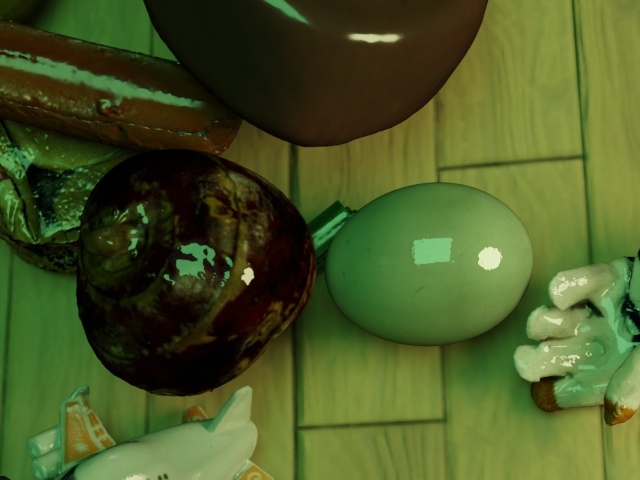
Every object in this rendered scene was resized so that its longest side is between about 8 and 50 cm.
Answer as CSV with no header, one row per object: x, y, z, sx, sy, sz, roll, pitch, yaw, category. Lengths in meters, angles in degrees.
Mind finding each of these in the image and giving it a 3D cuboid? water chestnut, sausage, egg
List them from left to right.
-0.233,-0.145,1.660,0.330,0.102,0.102,15,74,4,sausage
-0.110,0.032,1.605,0.223,0.238,0.224,-10,61,19,water chestnut
0.099,0.022,1.619,0.192,0.149,0.149,-10,70,13,egg

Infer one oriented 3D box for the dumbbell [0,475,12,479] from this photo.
-0.361,0.331,1.573,0.192,0.192,0.290,34,82,19,dumbbell

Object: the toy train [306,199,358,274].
0.000,0.000,1.694,0.093,0.056,0.038,-38,73,-1,toy train

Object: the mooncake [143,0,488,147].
-0.011,-0.235,1.647,0.333,0.174,0.326,17,46,-11,mooncake

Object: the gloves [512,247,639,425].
0.281,0.076,1.597,0.219,0.131,0.140,-45,69,26,gloves

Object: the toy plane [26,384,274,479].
-0.156,0.216,1.585,0.244,0.117,0.245,5,40,-5,toy plane

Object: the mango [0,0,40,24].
-0.343,-0.325,1.835,0.177,0.120,0.295,15,73,22,mango

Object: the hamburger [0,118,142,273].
-0.238,-0.081,1.740,0.230,0.107,0.231,-3,67,7,hamburger
